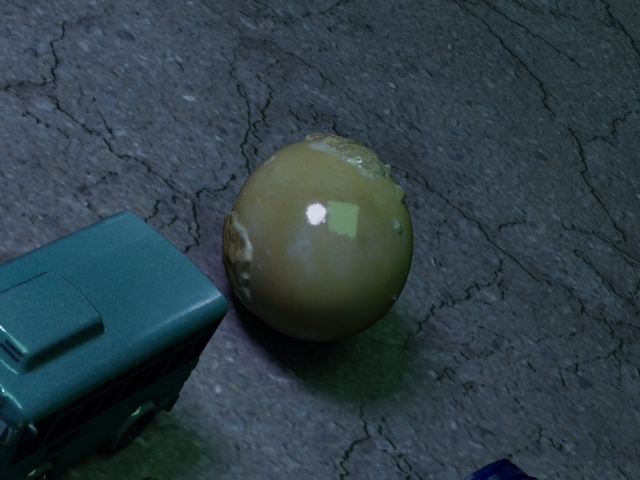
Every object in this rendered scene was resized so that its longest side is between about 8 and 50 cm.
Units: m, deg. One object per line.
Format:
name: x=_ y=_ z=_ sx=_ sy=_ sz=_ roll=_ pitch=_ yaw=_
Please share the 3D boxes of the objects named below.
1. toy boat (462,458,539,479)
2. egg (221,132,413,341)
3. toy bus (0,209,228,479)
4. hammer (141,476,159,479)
toy boat: x=0.214 y=0.288 z=1.386 sx=0.318 sy=0.072 sz=0.219 roll=45 pitch=17 yaw=-6
egg: x=-0.003 y=-0.002 z=1.496 sx=0.164 sy=0.164 sz=0.201 roll=25 pitch=31 yaw=-15
toy bus: x=-0.190 y=0.083 z=1.224 sx=0.128 sy=0.147 sz=0.256 roll=41 pitch=32 yaw=13
hammer: x=-0.190 y=0.222 z=1.158 sx=0.058 sy=0.029 sz=0.292 roll=46 pitch=35 yaw=20
